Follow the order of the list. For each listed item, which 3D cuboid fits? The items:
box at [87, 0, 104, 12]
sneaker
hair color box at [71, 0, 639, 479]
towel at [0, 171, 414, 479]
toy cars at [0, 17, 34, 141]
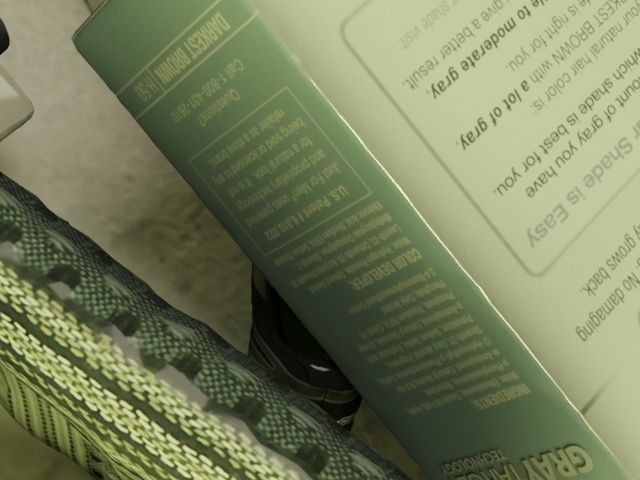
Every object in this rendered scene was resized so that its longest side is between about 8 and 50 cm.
[{"bbox_3d":[-0.004,-0.205,0.837,0.262,0.127,0.231,-13,63,-28],"label":"box"},{"bbox_3d":[0.000,0.000,0.715,0.067,0.078,0.188,10,52,-15],"label":"sneaker"},{"bbox_3d":[0.102,0.002,0.652,0.374,0.113,0.185,51,57,-6],"label":"hair color box"},{"bbox_3d":[-0.037,0.078,0.510,0.312,0.324,0.056,36,79,10],"label":"towel"},{"bbox_3d":[-0.308,-0.118,0.672,0.393,0.087,0.177,12,79,-16],"label":"toy cars"}]
